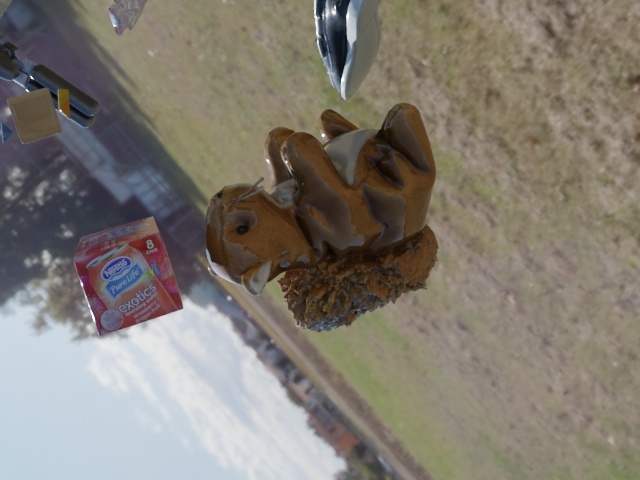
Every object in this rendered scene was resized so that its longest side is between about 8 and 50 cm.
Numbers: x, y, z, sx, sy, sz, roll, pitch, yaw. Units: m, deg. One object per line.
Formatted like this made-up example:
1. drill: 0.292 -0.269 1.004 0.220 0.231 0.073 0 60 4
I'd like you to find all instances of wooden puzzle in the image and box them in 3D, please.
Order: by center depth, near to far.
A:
1. wooden puzzle: -0.439 -0.192 1.315 0.014 0.116 0.078 5 108 54

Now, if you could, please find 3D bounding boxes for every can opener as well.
1. can opener: -0.617 -0.337 1.854 0.280 0.093 0.074 31 132 -7

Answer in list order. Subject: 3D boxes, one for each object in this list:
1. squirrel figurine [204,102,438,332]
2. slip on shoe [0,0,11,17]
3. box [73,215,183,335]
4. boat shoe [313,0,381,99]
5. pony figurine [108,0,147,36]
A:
1. squirrel figurine: 0.000 0.000 1.445 0.281 0.370 0.397 19 137 54
2. slip on shoe: -0.701 -0.486 1.719 0.101 0.331 0.123 36 -177 -9
3. box: -0.295 0.046 1.311 0.257 0.128 0.122 -151 44 -75
4. boat shoe: 0.039 -0.340 1.387 0.091 0.114 0.302 30 157 11
5. pony figurine: -0.277 -0.548 1.383 0.351 0.363 0.303 -77 -32 -49
